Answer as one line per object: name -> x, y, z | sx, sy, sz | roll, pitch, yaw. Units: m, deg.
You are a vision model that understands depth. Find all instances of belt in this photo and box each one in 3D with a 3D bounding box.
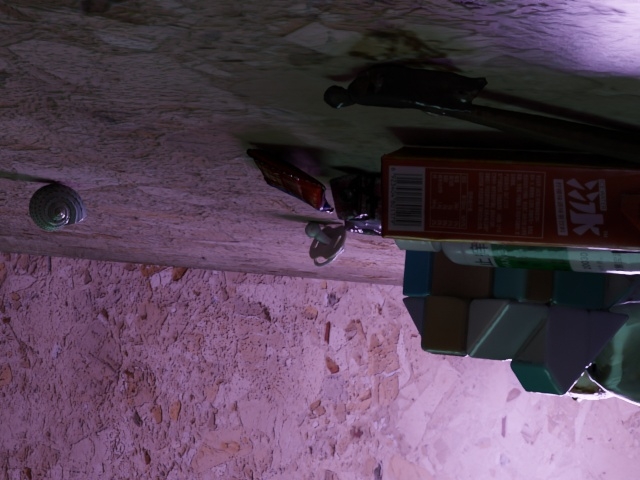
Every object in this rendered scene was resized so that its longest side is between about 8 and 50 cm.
belt -> 0.054, -0.038, 1.355 | 0.071, 0.053, 0.232 | 6, 177, 7

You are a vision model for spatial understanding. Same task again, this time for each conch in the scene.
conch -> -0.346, -0.049, 1.618 | 0.076, 0.056, 0.085 | -11, -147, -24
conch -> 0.500, 0.101, 1.635 | 0.303, 0.215, 0.319 | -4, 140, 27

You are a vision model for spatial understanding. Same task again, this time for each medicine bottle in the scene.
medicine bottle -> 0.200, -0.019, 1.179 | 0.260, 0.095, 0.095 | 2, 174, 26

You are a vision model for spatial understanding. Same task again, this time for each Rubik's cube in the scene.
Rubik's cube -> 0.214, 0.058, 1.352 | 0.265, 0.213, 0.224 | 8, 174, -40

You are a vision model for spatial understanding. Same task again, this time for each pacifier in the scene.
pacifier -> 0.000, 0.000, 1.839 | 0.064, 0.068, 0.083 | 38, 159, -27

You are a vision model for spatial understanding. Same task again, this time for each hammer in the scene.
hammer -> 0.151, -0.083, 0.874 | 0.297, 0.027, 0.125 | 9, 179, -34

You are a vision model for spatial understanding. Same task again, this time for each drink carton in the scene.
drink carton -> 0.167, -0.036, 1.023 | 0.223, 0.071, 0.096 | 3, -170, 16

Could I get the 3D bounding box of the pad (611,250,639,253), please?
pad -> 0.428, -0.020, 0.984 | 0.330, 0.004, 0.220 | -1, -166, 44

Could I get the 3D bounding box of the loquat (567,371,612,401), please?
loquat -> 0.405, 0.132, 1.889 | 0.235, 0.235, 0.235 | 5, 175, 0

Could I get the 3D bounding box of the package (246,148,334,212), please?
package -> -0.028, -0.058, 1.240 | 0.083, 0.022, 0.200 | 29, 177, 5
